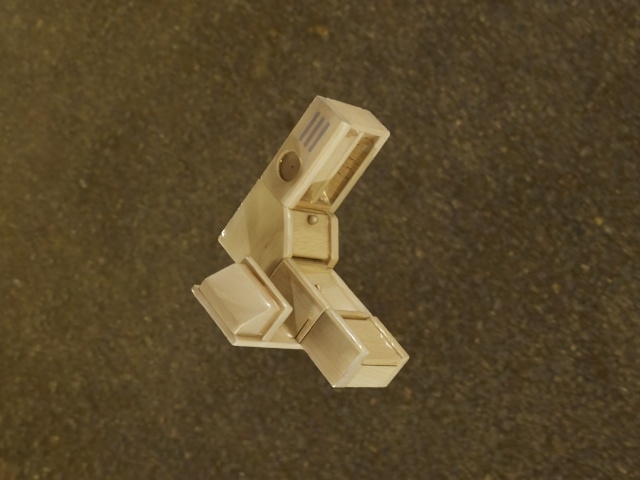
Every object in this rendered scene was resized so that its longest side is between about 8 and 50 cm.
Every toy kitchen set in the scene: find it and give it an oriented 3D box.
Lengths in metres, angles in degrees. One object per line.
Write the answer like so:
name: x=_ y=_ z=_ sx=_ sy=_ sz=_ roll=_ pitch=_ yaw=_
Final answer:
toy kitchen set: x=0.000 y=0.000 z=0.419 sx=0.083 sy=0.068 sz=0.075 roll=49 pitch=114 yaw=31
